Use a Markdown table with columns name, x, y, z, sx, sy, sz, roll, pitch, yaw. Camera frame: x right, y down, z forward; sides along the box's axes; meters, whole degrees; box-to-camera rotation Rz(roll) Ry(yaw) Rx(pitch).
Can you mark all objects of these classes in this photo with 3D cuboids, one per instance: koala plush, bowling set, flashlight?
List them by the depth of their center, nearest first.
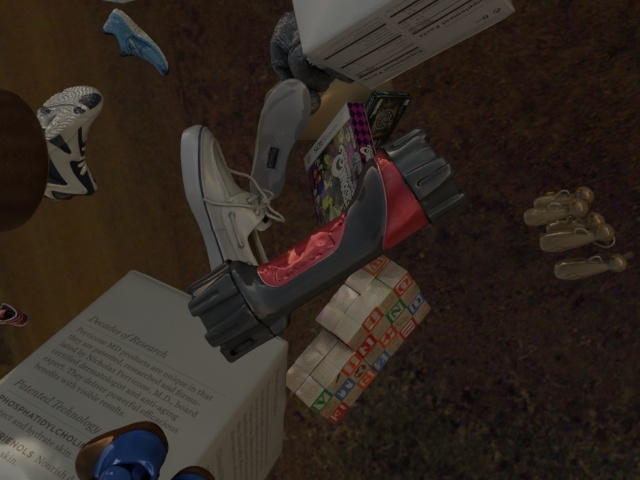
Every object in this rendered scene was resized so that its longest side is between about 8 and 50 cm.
| name | x | y | z | sx | sy | sz | roll | pitch | yaw |
| --- | --- | --- | --- | --- | --- | --- | --- | --- | --- |
| flashlight | 0.000 | 0.000 | 0.637 | 0.103 | 0.304 | 0.103 | 54 | -172 | -40 |
| koala plush | 0.015 | -0.380 | 1.203 | 0.203 | 0.196 | 0.221 | 55 | 164 | -21 |
| bowling set | 0.570 | -0.059 | 1.346 | 0.154 | 0.199 | 0.287 | -12 | 141 | 33 |

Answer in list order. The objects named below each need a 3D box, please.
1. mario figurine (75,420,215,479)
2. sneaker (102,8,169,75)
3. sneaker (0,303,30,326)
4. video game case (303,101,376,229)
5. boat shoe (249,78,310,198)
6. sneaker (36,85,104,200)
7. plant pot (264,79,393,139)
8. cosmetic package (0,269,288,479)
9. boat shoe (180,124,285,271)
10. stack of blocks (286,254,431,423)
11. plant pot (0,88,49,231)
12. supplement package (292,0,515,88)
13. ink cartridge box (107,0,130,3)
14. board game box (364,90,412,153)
| name | x | y | z | sx | sy | sz | roll | pitch | yaw |
| --- | --- | --- | --- | --- | --- | --- | --- | --- | --- |
| mario figurine | -0.168 | 0.262 | 0.407 | 0.320 | 0.198 | 0.170 | -106 | 28 | -80 |
| sneaker | -0.387 | -0.405 | 1.268 | 0.162 | 0.073 | 0.063 | 43 | 178 | -14 |
| sneaker | -0.704 | 0.162 | 1.309 | 0.067 | 0.119 | 0.042 | 96 | 176 | -69 |
| video game case | 0.043 | -0.098 | 1.100 | 0.210 | 0.042 | 0.232 | 138 | 125 | -59 |
| boat shoe | -0.087 | -0.213 | 1.248 | 0.088 | 0.096 | 0.267 | -102 | 23 | -57 |
| sneaker | -0.430 | -0.154 | 1.053 | 0.235 | 0.153 | 0.094 | -47 | 58 | 6 |
| plant pot | 0.000 | -0.365 | 1.549 | 0.256 | 0.274 | 0.256 | 34 | 138 | 37 |
| cosmetic package | -0.285 | 0.328 | 0.951 | 0.328 | 0.393 | 0.329 | 21 | 132 | 18 |
| boat shoe | -0.140 | -0.041 | 1.114 | 0.157 | 0.136 | 0.366 | -10 | 104 | 11 |
| stack of blocks | 0.064 | 0.185 | 1.137 | 0.087 | 0.297 | 0.171 | 35 | 170 | 38 |
| plant pot | -0.534 | -0.110 | 0.805 | 0.216 | 0.230 | 0.215 | 2 | 96 | 24 |
| supplement package | 0.075 | -0.352 | 0.703 | 0.204 | 0.145 | 0.261 | -21 | 72 | 35 |
| ink cartridge box | -0.320 | -0.490 | 0.969 | 0.128 | 0.127 | 0.176 | 24 | 133 | 38 |
| board game box | 0.138 | -0.287 | 1.499 | 0.026 | 0.126 | 0.186 | 54 | 133 | 29 |
